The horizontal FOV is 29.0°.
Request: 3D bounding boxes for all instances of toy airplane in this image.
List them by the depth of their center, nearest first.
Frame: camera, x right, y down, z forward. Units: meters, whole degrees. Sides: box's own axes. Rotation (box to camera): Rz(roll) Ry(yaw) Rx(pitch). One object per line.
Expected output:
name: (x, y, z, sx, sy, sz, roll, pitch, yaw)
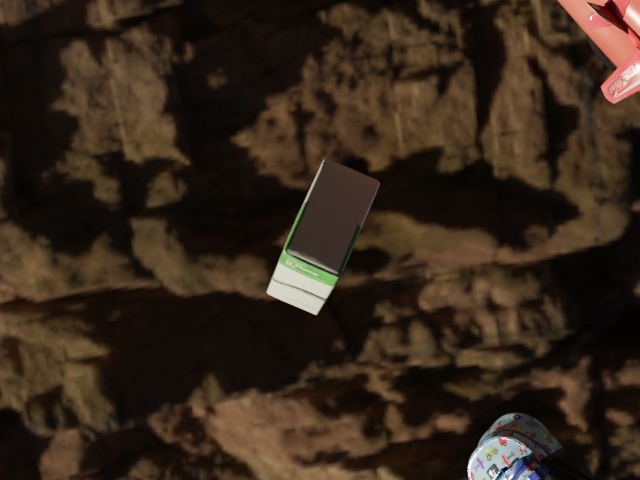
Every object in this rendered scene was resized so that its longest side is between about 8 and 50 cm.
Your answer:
toy airplane: (0.351, -0.218, 1.373, 0.151, 0.151, 0.028, 0, -142, 34)

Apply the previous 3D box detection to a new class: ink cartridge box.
ink cartridge box: (0.000, 0.000, 1.722, 0.087, 0.153, 0.208, 23, 159, -1)

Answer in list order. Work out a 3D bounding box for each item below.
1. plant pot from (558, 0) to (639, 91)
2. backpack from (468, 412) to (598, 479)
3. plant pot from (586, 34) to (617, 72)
plant pot: (0.445, -0.359, 1.659, 0.243, 0.275, 0.275, 39, -152, 7)
backpack: (0.289, 0.345, 1.787, 0.173, 0.158, 0.117, 48, -144, 19)
plant pot: (0.518, -0.330, 1.864, 0.237, 0.237, 0.109, -6, -149, 15)
